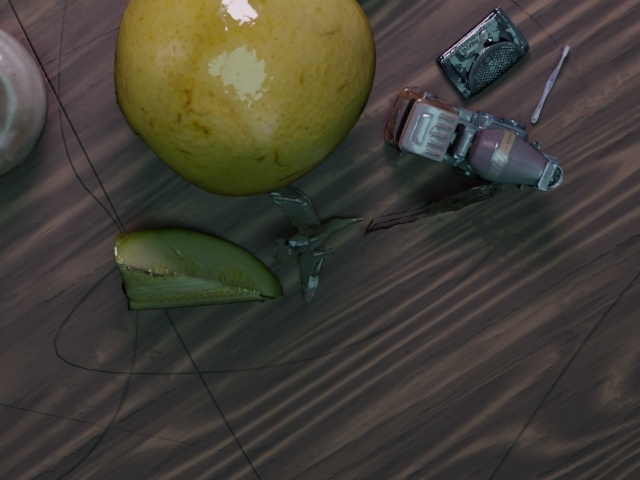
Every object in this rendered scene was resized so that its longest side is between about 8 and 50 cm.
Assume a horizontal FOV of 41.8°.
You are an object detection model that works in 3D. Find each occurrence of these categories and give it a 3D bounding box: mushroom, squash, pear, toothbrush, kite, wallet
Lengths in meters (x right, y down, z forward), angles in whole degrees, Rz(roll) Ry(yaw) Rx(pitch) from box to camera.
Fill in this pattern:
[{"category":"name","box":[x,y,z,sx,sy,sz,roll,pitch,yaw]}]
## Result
[{"category":"mushroom","box":[-0.497,-0.179,1.120,0.243,0.243,0.243,-2,108,-8]},{"category":"squash","box":[-0.179,0.031,1.295,0.252,0.093,0.169,-4,153,-6]},{"category":"pear","box":[-0.101,-0.228,1.100,0.348,0.348,0.348,-2,108,-8]},{"category":"toothbrush","box":[0.365,-0.248,1.336,0.011,0.013,0.131,21,105,-4]},{"category":"kite","box":[0.175,-0.050,1.328,0.229,0.127,0.016,-17,76,4]},{"category":"wallet","box":[0.253,-0.287,1.299,0.129,0.026,0.088,-40,108,6]}]

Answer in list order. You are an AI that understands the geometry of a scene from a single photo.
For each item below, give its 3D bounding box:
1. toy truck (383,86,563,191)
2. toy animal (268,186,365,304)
[{"category":"toy truck","box":[0.236,-0.146,1.282,0.257,0.140,0.108,18,105,-14]},{"category":"toy animal","box":[0.000,0.000,1.320,0.155,0.095,0.219,-14,110,1]}]
